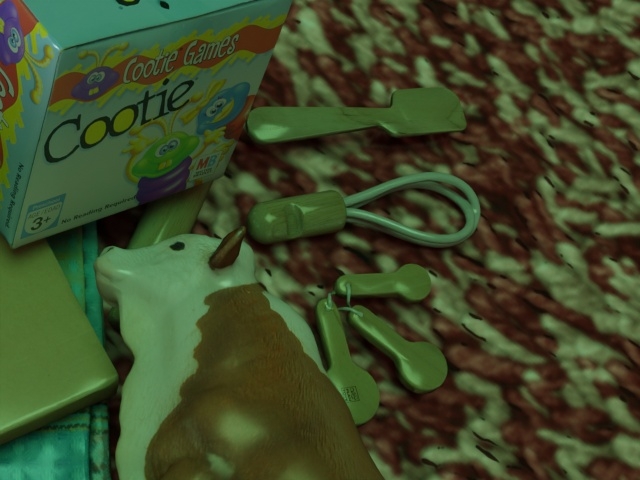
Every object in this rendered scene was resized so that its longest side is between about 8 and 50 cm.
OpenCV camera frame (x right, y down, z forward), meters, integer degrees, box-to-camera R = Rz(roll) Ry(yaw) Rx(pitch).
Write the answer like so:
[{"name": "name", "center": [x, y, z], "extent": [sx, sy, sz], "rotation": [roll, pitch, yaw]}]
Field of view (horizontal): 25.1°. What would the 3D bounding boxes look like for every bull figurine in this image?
[{"name": "bull figurine", "center": [-0.031, 0.143, 0.697], "extent": [0.188, 0.101, 0.310], "rotation": [-40, 94, -27]}]

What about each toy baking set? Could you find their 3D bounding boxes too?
[{"name": "toy baking set", "center": [-0.007, -0.001, 0.847], "extent": [0.196, 0.030, 0.256], "rotation": [21, 61, -8]}]

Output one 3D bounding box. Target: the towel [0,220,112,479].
[{"name": "towel", "center": [-0.246, 0.048, 0.746], "extent": [0.271, 0.040, 0.370], "rotation": [1, 64, -16]}]

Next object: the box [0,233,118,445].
[{"name": "box", "center": [-0.225, 0.045, 0.721], "extent": [0.201, 0.021, 0.164], "rotation": [-23, 71, -26]}]

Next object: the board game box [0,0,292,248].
[{"name": "board game box", "center": [-0.165, -0.155, 0.772], "extent": [0.144, 0.142, 0.275], "rotation": [-21, 61, -37]}]
